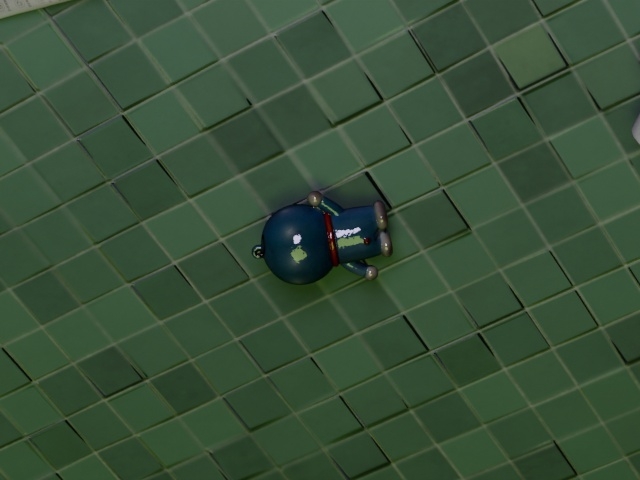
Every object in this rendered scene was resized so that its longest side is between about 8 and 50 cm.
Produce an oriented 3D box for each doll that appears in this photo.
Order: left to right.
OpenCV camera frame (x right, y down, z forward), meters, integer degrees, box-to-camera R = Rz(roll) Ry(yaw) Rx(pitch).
[{"bbox_3d":[0.000,0.000,1.844,0.151,0.085,0.114,-12,109,0],"label":"doll"}]

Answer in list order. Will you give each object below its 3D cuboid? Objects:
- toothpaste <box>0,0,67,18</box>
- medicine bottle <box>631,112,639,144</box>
[{"bbox_3d":[-0.284,-0.252,1.722,0.190,0.031,0.048,-10,126,15],"label":"toothpaste"},{"bbox_3d":[0.383,-0.167,1.702,0.119,0.069,0.183,21,125,-12],"label":"medicine bottle"}]
